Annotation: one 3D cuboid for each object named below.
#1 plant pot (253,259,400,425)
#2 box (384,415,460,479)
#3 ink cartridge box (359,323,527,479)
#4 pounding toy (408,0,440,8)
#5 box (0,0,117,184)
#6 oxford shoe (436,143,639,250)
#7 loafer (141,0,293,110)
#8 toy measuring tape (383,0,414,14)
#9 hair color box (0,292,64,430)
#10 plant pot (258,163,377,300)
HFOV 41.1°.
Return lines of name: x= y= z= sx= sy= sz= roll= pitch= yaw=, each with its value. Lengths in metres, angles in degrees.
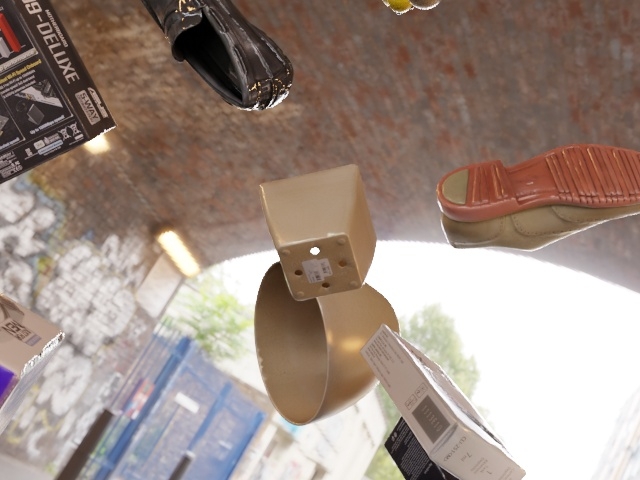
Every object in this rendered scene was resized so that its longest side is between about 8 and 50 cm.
plant pot: x=0.026 y=0.169 z=1.500 sx=0.191 sy=0.284 sz=0.284 roll=-3 pitch=1 yaw=-29
box: x=0.221 y=0.371 z=1.464 sx=0.156 sy=0.093 sz=0.158 roll=-3 pitch=42 yaw=-34
ink cartridge box: x=0.188 y=0.246 z=1.123 sx=0.239 sy=0.060 sz=0.275 roll=37 pitch=6 yaw=-24
pounding toy: x=0.151 y=-0.390 z=1.021 sx=0.110 sy=0.236 sz=0.183 roll=32 pitch=24 yaw=30
box: x=-0.411 y=-0.162 z=0.908 sx=0.242 sy=0.307 sz=0.076 roll=63 pitch=17 yaw=-14
oxford shoe: x=0.400 y=-0.064 z=1.460 sx=0.397 sy=0.140 sz=0.146 roll=-4 pitch=-44 yaw=8
loafer: x=-0.122 y=-0.213 z=0.853 sx=0.223 sy=0.078 sz=0.076 roll=45 pitch=-46 yaw=14
toy measuring tape: x=0.107 y=-0.493 z=1.411 sx=0.121 sy=0.330 sz=0.121 roll=-8 pitch=-30 yaw=-5
hair color box: x=-0.344 y=0.023 z=0.537 sx=0.339 sy=0.110 sz=0.185 roll=32 pitch=-3 yaw=-8
plant pot: x=0.000 y=0.000 z=0.891 sx=0.109 sy=0.096 sz=0.109 roll=-12 pitch=-54 yaw=7
